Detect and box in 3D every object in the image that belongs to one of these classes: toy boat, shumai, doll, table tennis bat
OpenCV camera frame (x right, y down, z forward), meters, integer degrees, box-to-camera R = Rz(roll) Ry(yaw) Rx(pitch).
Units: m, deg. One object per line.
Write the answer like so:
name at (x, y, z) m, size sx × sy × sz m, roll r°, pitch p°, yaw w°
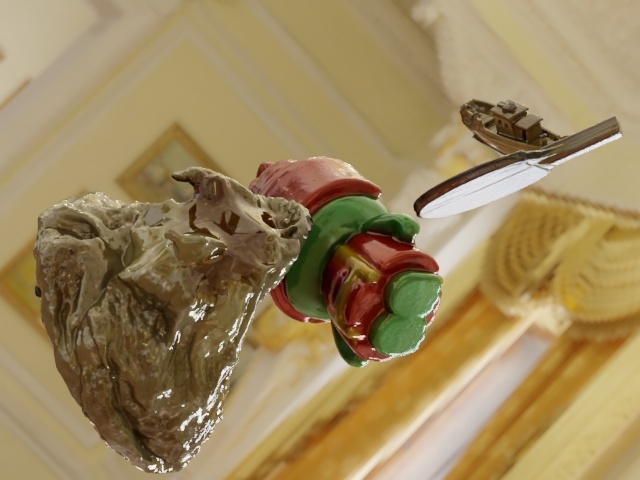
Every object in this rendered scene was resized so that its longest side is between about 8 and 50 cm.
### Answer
toy boat at (0.280, -0.164, 2.254) m, size 0.206 × 0.064 × 0.072 m, roll 27°, pitch -41°, yaw 47°
shumai at (-0.123, 0.068, 1.607) m, size 0.267 × 0.262 × 0.314 m, roll 5°, pitch 68°, yaw -69°
doll at (0.001, 0.000, 1.773) m, size 0.160 × 0.183 × 0.363 m, roll 3°, pitch 25°, yaw -27°
table tennis bat at (0.192, -0.068, 1.524) m, size 0.130 × 0.220 × 0.019 m, roll 10°, pitch 59°, yaw -66°
